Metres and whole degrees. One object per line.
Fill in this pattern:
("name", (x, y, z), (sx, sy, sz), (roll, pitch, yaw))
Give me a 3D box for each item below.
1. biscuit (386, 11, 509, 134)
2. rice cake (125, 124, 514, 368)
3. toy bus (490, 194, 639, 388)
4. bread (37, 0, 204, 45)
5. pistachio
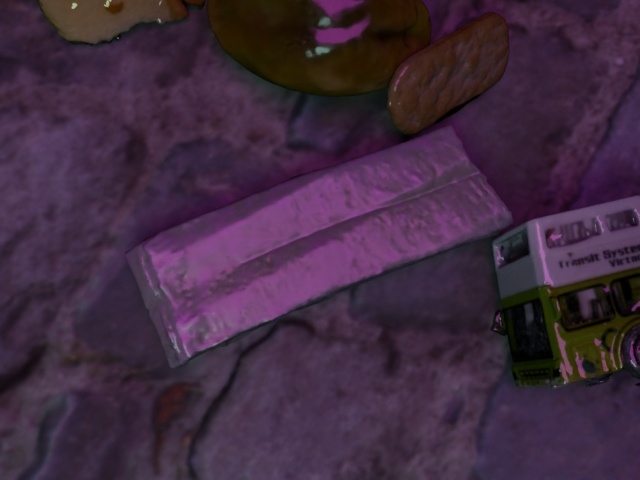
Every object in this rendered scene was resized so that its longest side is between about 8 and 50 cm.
("biscuit", (0.110, -0.140, 0.693), (0.147, 0.071, 0.018), (-33, 41, -24))
("rice cake", (0.001, -0.002, 0.667), (0.298, 0.050, 0.106), (-22, 84, -10))
("toy bus", (0.295, 0.030, 0.672), (0.302, 0.113, 0.139), (-12, 81, -12))
("bread", (-0.159, -0.283, 0.711), (0.240, 0.135, 0.178), (-23, 117, -11))
("pistachio", (-0.001, -0.172, 0.672), (0.189, 0.100, 0.110), (12, 78, -6))
